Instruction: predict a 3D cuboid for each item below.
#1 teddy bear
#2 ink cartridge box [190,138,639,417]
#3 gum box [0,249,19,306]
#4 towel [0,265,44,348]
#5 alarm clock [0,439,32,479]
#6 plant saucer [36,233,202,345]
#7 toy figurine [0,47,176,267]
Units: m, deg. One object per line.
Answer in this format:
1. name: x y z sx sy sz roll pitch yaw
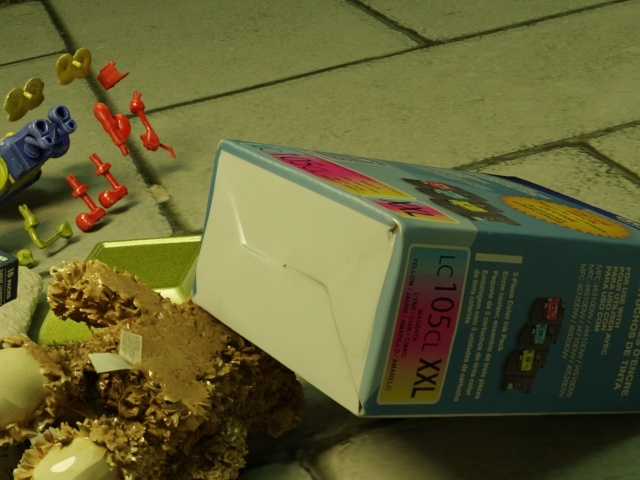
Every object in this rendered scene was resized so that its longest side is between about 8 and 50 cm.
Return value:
1. teddy bear: -0.148 0.127 1.084 0.245 0.113 0.338 35 28 2
2. ink cartridge box: 0.131 0.032 1.126 0.395 0.151 0.270 6 13 -35
3. gum box: -0.344 0.033 0.999 0.157 0.041 0.184 22 31 23
4. towel: -0.382 0.071 1.355 0.187 0.049 0.282 21 22 -13
5. alarm clock: -0.278 0.159 1.024 0.064 0.192 0.129 -6 -13 30
6. plant saucer: -0.192 0.044 1.451 0.188 0.045 0.188 -4 24 12
7. toy figurine: -0.388 -0.067 1.726 0.217 0.191 0.362 -29 13 46
